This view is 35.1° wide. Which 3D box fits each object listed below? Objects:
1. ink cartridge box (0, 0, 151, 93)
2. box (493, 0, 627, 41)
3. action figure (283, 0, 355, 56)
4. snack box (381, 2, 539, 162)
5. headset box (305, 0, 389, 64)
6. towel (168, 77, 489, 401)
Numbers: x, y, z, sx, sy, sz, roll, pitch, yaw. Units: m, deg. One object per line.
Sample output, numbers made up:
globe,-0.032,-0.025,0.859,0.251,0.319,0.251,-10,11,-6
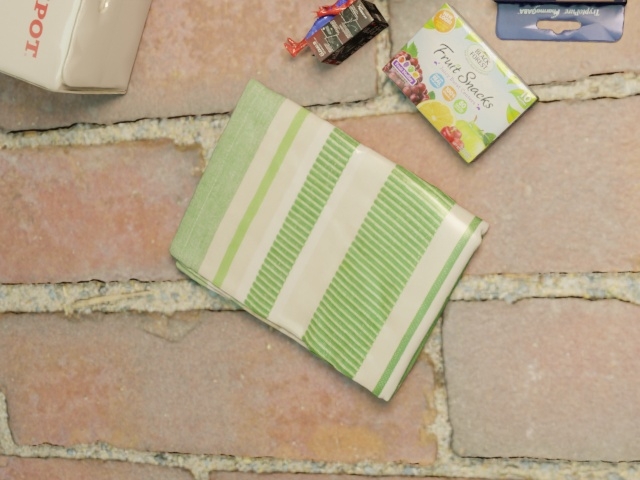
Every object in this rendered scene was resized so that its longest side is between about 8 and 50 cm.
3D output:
ink cartridge box,-0.384,-0.358,1.184,0.384,0.160,0.279,22,104,16
box,0.249,-0.319,1.032,0.136,0.036,0.225,5,99,19
action figure,0.008,-0.250,1.124,0.115,0.038,0.030,-33,102,21
snack box,0.150,-0.168,1.083,0.100,0.037,0.141,-45,81,17
headset box,0.027,-0.225,1.107,0.083,0.062,0.032,-34,84,21
towel,0.000,0.000,1.160,0.324,0.038,0.248,32,104,15
